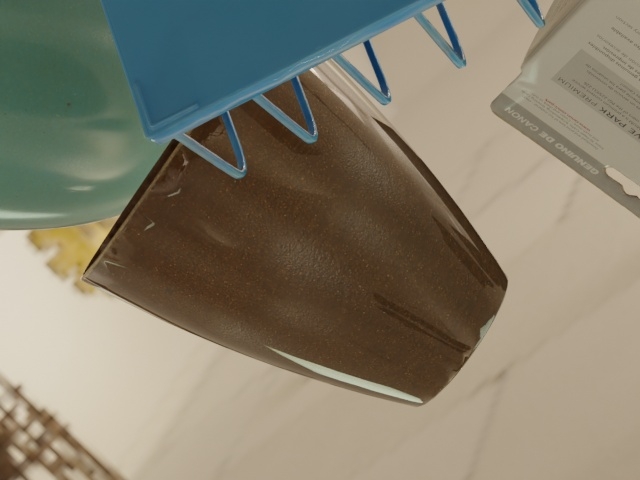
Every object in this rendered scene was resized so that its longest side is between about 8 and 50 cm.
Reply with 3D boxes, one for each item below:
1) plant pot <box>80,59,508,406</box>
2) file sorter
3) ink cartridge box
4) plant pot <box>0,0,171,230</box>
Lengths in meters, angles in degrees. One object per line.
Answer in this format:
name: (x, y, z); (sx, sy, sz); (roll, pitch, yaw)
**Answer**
plant pot: (0.000, 0.000, 1.162); (0.215, 0.230, 0.215); (-55, -173, 10)
file sorter: (-0.001, -0.117, 0.800); (0.170, 0.118, 0.104); (-25, 158, 13)
ink cartridge box: (0.346, -0.134, 1.553); (0.130, 0.309, 0.272); (-59, -173, -35)
plant pot: (-0.226, -0.141, 1.436); (0.293, 0.235, 0.293); (-28, -121, 59)
